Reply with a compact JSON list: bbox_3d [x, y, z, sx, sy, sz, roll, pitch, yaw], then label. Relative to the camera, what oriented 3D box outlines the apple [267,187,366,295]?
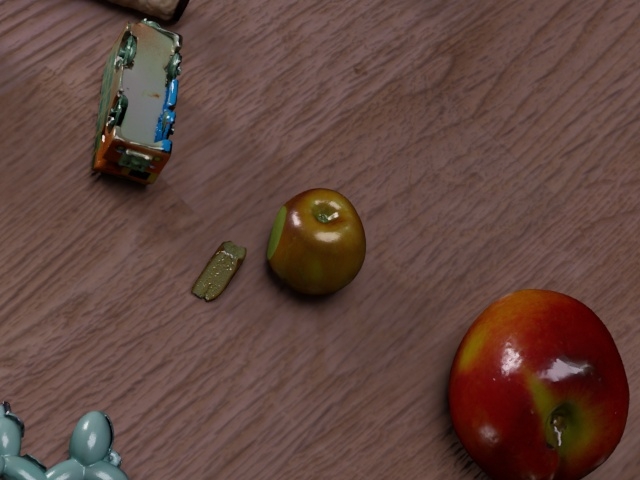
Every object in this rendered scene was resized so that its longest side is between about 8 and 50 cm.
[{"bbox_3d":[0.000,0.000,1.742,0.099,0.102,0.114,17,54,-9],"label":"apple"}]

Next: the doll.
[{"bbox_3d":[-0.253,0.218,1.537,0.159,0.059,0.158,32,54,2],"label":"doll"}]

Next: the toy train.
[{"bbox_3d":[-0.194,-0.148,1.764,0.072,0.099,0.188,13,55,-16],"label":"toy train"}]

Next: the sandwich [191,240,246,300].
[{"bbox_3d":[-0.101,0.024,1.726,0.031,0.044,0.083,33,56,-4],"label":"sandwich"}]

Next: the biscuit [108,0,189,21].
[{"bbox_3d":[-0.254,-0.302,1.864,0.219,0.055,0.061,20,65,-9],"label":"biscuit"}]

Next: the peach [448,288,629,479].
[{"bbox_3d":[0.224,0.155,1.718,0.190,0.226,0.196,-26,107,1],"label":"peach"}]
